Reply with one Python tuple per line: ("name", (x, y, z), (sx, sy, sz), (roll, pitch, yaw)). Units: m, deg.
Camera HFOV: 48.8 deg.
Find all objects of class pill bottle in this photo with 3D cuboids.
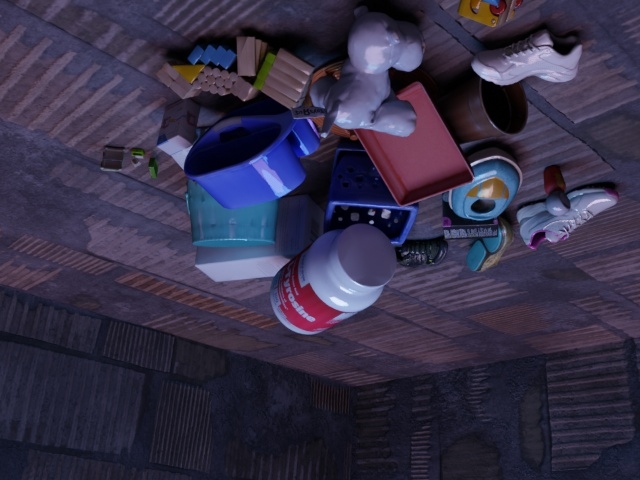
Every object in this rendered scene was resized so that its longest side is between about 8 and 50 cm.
("pill bottle", (0.033, 0.106, 1.939), (0.229, 0.228, 0.408), (14, 154, -21))

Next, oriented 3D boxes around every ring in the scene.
("ring", (0.120, -0.330, 1.713), (0.337, 0.032, 0.336), (3, 155, 2))

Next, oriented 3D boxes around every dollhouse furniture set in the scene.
("dollhouse furniture set", (-0.541, -0.217, 2.003), (0.152, 0.076, 0.058), (4, 155, -3))

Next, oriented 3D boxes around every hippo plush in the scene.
("hippo plush", (0.084, -0.362, 1.467), (0.294, 0.234, 0.236), (-5, 122, -37))

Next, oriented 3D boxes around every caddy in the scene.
("caddy", (-0.171, -0.220, 1.670), (0.342, 0.241, 0.179), (-11, 133, 36))

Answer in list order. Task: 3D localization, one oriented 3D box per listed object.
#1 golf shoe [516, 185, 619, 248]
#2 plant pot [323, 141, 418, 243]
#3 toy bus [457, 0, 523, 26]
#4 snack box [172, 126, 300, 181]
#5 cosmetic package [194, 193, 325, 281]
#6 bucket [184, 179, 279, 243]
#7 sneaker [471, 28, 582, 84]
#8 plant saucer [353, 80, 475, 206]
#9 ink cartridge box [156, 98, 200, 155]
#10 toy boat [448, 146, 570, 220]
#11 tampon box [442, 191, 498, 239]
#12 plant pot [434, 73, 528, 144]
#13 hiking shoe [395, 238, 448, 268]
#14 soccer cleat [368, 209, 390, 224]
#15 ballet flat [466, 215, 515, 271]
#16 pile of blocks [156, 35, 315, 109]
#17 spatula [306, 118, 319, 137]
("golf shoe", (0.730, -0.063, 2.082), (0.306, 0.140, 0.115), (-21, 144, 40))
("plant pot", (0.134, -0.134, 1.922), (0.236, 0.212, 0.236), (5, 155, -2))
("toy bus", (0.313, -0.485, 1.250), (0.104, 0.202, 0.191), (28, 171, 22))
("snack box", (-0.235, -0.240, 1.926), (0.322, 0.060, 0.187), (-3, 155, 14))
("cosmetic package", (-0.194, -0.004, 2.257), (0.385, 0.217, 0.156), (-6, 153, 23))
("bucket", (-0.251, -0.079, 2.044), (0.282, 0.182, 0.281), (0, 175, 0))
("sneaker", (0.434, -0.396, 1.478), (0.232, 0.090, 0.115), (-5, 149, -2))
("plant saucer", (0.220, -0.225, 1.664), (0.258, 0.048, 0.259), (-19, 105, 53))
("ink cartridge box", (-0.355, -0.287, 1.768), (0.089, 0.122, 0.052), (-16, 145, 36))
("toy boat", (0.514, -0.136, 1.922), (0.319, 0.148, 0.267), (0, 147, 2))
("tampon box", (0.447, -0.077, 2.109), (0.161, 0.120, 0.101), (-3, 155, 13))
("plant pot", (0.355, -0.296, 1.612), (0.167, 0.166, 0.165), (21, 157, -33))
("hiking shoe", (0.335, 0.044, 2.433), (0.114, 0.086, 0.227), (18, 153, -35))
("soccer cleat", (0.190, -0.093, 2.187), (0.076, 0.068, 0.196), (8, 163, -21))
("ballet flat", (0.570, 0.000, 2.296), (0.123, 0.123, 0.348), (5, 155, -2))
("pile of blocks", (-0.178, -0.385, 1.581), (0.363, 0.148, 0.112), (8, -160, 13))
("spatula", (-0.083, -0.324, 1.756), (0.084, 0.030, 0.296), (-6, 153, 19))
